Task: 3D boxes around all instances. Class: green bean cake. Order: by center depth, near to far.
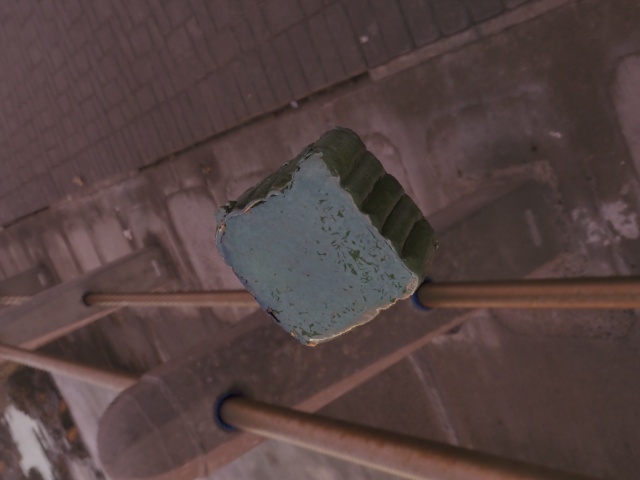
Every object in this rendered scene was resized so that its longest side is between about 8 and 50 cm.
[{"bbox_3d":[0.000,0.000,0.968,0.227,0.125,0.222,-34,104,34],"label":"green bean cake"}]
